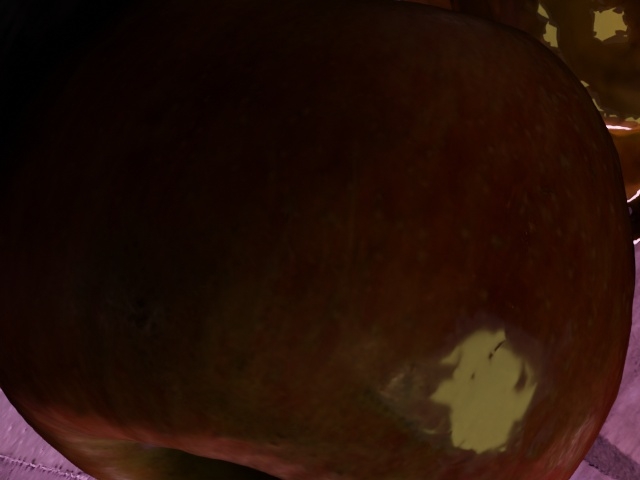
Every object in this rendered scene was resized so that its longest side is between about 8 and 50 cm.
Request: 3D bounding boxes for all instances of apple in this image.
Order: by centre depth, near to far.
[{"bbox_3d":[0.000,0.000,0.718,0.250,0.277,0.309,-66,-166,-18],"label":"apple"}]

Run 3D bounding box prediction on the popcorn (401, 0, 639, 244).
[{"bbox_3d":[0.184,-0.184,0.967,0.297,0.281,0.316,-23,-162,45],"label":"popcorn"}]
